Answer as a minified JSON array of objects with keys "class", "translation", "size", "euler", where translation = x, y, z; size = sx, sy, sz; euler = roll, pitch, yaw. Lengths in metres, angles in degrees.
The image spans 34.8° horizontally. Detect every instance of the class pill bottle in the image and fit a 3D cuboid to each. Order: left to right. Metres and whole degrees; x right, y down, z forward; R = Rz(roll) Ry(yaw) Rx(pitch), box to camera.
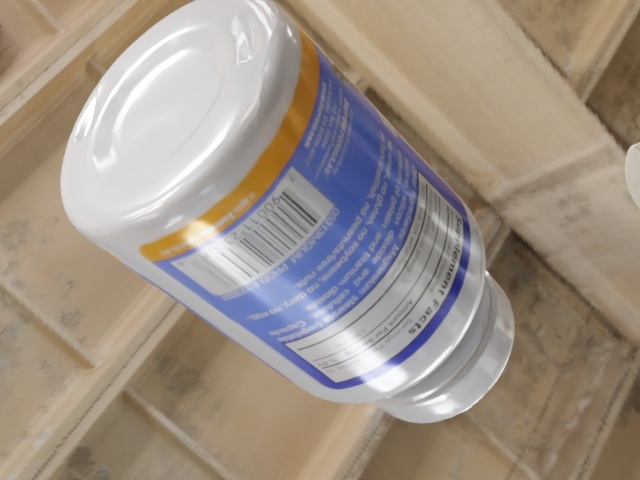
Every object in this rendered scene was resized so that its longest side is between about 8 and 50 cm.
[{"class":"pill bottle","translation":[0.000,0.000,0.585],"size":[0.272,0.152,0.152],"euler":[41,-123,-40]}]

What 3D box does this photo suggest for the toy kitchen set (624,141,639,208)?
[{"class":"toy kitchen set","translation":[0.354,-0.078,0.754],"size":[0.122,0.207,0.166],"euler":[-21,-121,-35]}]
